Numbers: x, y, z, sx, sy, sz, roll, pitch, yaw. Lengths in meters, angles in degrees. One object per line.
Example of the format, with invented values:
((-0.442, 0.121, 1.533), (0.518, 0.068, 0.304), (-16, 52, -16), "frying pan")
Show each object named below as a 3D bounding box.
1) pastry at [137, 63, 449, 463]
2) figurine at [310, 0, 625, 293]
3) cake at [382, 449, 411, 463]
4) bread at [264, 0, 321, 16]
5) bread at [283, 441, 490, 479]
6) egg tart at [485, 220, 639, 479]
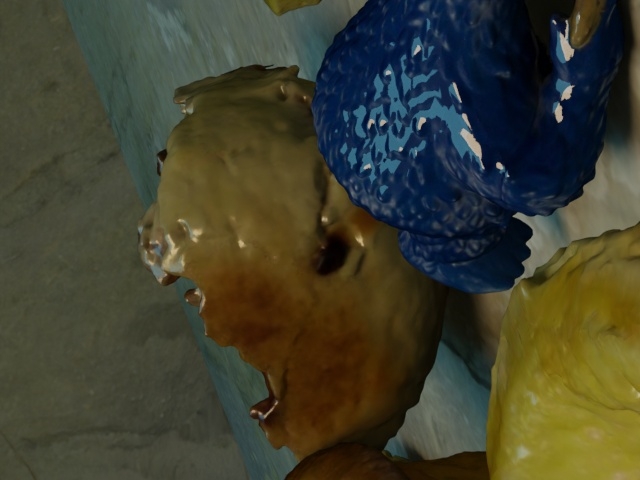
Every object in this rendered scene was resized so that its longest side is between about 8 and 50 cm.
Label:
((0.003, 0.003, 1.036), (0.237, 0.170, 0.256), (-91, -23, -63), "pastry")
((0.058, -0.078, 0.731), (0.262, 0.120, 0.164), (87, 161, -50), "figurine")
((0.038, 0.320, 1.269), (0.228, 0.222, 0.286), (70, 167, -17), "cake")
((-0.025, -0.235, 0.978), (0.226, 0.049, 0.088), (93, 152, -62), "bread")
((0.094, 0.234, 0.867), (0.179, 0.194, 0.340), (-64, 36, 41), "bread")
((0.173, 0.127, 0.552), (0.315, 0.120, 0.315), (46, 145, 46), "egg tart")
